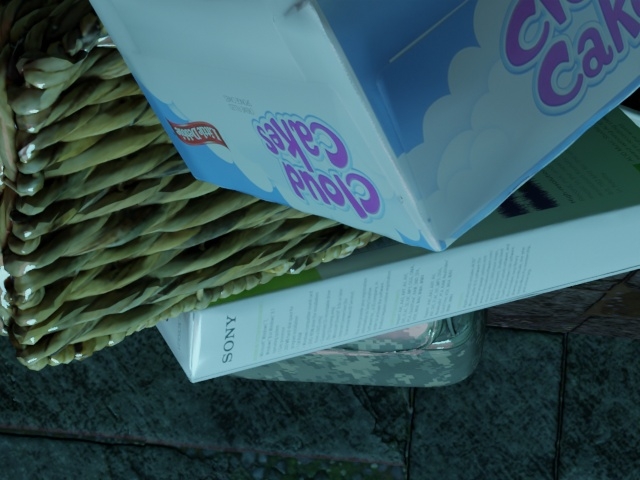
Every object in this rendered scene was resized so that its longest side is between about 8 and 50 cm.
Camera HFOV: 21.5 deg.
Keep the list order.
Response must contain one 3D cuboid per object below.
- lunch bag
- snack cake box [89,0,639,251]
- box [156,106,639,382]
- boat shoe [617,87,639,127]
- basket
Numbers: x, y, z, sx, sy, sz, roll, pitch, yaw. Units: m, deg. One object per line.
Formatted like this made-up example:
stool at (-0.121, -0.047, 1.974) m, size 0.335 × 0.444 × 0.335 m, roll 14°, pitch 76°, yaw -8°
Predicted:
lunch bag at (0.000, 0.000, 1.554) m, size 0.305 × 0.212 × 0.256 m, roll 3°, pitch 154°, yaw 12°
snack cake box at (0.072, -0.118, 0.534) m, size 0.152 × 0.264 × 0.089 m, roll 20°, pitch 145°, yaw 57°
box at (0.026, -0.043, 0.979) m, size 0.322 × 0.058 × 0.232 m, roll -12°, pitch -140°, yaw -25°
boat shoe at (0.298, -0.099, 1.099) m, size 0.267 × 0.096 × 0.088 m, roll 10°, pitch 178°, yaw 29°
basket at (-0.076, -0.114, 0.833) m, size 0.299 × 0.213 × 0.223 m, roll -20°, pitch -135°, yaw -31°
